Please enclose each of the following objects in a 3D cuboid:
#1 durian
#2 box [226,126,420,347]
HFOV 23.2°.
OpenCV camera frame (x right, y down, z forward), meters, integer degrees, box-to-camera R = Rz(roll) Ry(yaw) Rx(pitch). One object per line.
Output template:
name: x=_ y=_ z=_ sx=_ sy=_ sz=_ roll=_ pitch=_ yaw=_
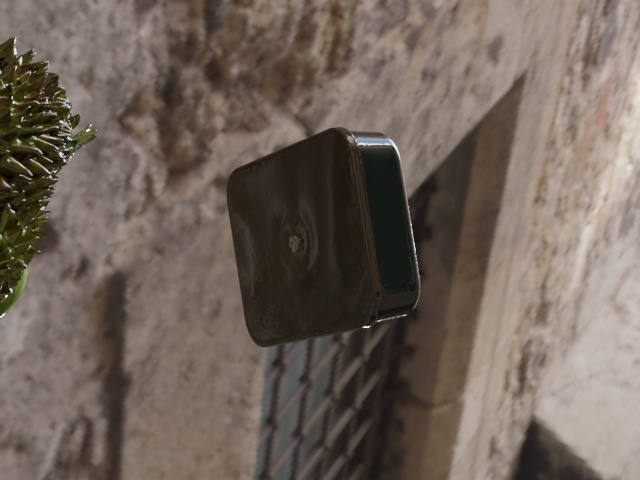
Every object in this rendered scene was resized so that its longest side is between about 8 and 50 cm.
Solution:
durian: x=-0.267 y=-0.045 z=1.116 sx=0.200 sy=0.237 sz=0.176 roll=-19 pitch=-65 yaw=31
box: x=0.000 y=0.000 z=0.722 sx=0.126 sy=0.031 sz=0.091 roll=-19 pitch=-102 yaw=60
